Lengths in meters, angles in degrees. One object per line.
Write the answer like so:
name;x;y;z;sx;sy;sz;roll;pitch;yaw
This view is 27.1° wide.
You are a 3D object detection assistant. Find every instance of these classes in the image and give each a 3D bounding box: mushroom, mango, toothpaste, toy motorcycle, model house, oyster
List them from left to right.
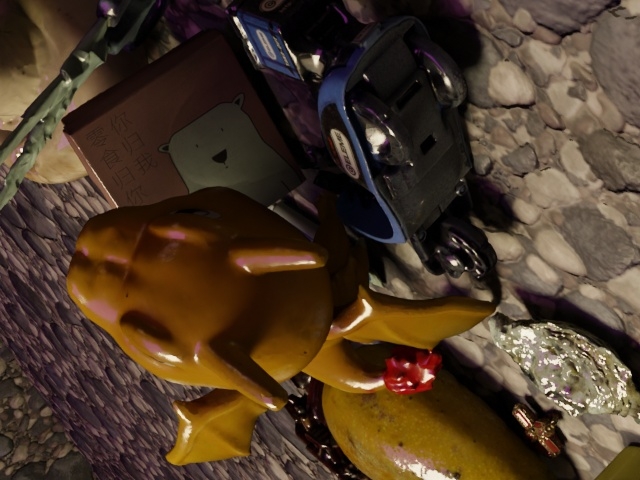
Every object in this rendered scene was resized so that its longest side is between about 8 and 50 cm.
mushroom;-0.375;-0.200;1.644;0.292;0.290;0.292;18;114;45
toothpaste;0.000;0.000;1.649;0.197;0.035;0.057;35;169;27
model house;0.003;0.225;1.866;0.203;0.141;0.164;26;159;48
toy motorcycle;0.055;-0.098;1.277;0.213;0.125;0.358;28;156;39
mango;0.142;0.251;1.628;0.329;0.176;0.175;36;113;35
oyster;0.258;0.131;1.362;0.177;0.064;0.125;19;139;47

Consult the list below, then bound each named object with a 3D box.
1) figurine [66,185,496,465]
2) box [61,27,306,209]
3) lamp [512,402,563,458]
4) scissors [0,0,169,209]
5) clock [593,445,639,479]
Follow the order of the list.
figurine;-0.042;0.068;1.410;0.387;0.401;0.268;22;-128;-67
box;-0.161;-0.103;1.536;0.215;0.215;0.086;60;169;-27
lamp;0.259;0.225;1.547;0.063;0.031;0.083;27;153;44
scissors;-0.248;-0.184;1.374;0.029;0.383;0.256;29;153;3
clock;0.366;0.332;1.442;0.143;0.096;0.202;32;152;41
